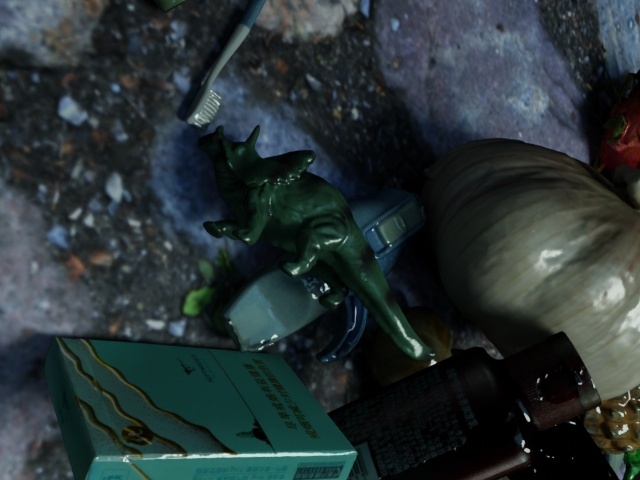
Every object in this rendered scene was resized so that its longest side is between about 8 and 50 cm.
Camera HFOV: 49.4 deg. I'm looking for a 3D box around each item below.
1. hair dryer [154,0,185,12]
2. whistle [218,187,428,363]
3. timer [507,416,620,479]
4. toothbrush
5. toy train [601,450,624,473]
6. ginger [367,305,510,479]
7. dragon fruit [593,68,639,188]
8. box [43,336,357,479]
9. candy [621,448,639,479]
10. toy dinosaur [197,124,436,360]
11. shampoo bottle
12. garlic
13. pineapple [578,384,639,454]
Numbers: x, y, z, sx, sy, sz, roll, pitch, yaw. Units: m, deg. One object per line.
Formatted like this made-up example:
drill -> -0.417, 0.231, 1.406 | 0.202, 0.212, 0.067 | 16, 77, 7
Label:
hair dryer -> -0.116, -0.279, 0.660 | 0.150, 0.047, 0.071 | -49, 118, -36
whistle -> 0.011, 0.022, 0.721 | 0.269, 0.093, 0.180 | -33, 101, -23
timer -> 0.292, 0.305, 0.886 | 0.187, 0.144, 0.055 | 52, 21, -23
toothbrush -> -0.067, -0.229, 0.699 | 0.025, 0.019, 0.275 | 35, 71, -36
toy train -> 0.419, 0.227, 1.019 | 0.048, 0.055, 0.251 | 7, 86, -35
ginger -> 0.135, 0.230, 0.776 | 0.245, 0.155, 0.304 | 12, 75, -27
dragon fruit -> 0.474, -0.146, 1.006 | 0.160, 0.166, 0.172 | 25, 97, -17
box -> -0.103, 0.145, 0.592 | 0.229, 0.162, 0.041 | 11, 108, -35
candy -> 0.440, 0.396, 1.030 | 0.097, 0.097, 0.323 | 30, 81, -31
toy dinosaur -> -0.014, 0.009, 0.631 | 0.120, 0.079, 0.292 | -31, 79, -20
shampoo bottle -> 0.091, 0.184, 0.646 | 0.323, 0.129, 0.084 | -27, 129, 8
garlic -> 0.246, 0.017, 0.773 | 0.241, 0.322, 0.322 | -35, 112, -3
pineapple -> 0.362, 0.183, 0.925 | 0.166, 0.166, 0.193 | -36, 84, -29
